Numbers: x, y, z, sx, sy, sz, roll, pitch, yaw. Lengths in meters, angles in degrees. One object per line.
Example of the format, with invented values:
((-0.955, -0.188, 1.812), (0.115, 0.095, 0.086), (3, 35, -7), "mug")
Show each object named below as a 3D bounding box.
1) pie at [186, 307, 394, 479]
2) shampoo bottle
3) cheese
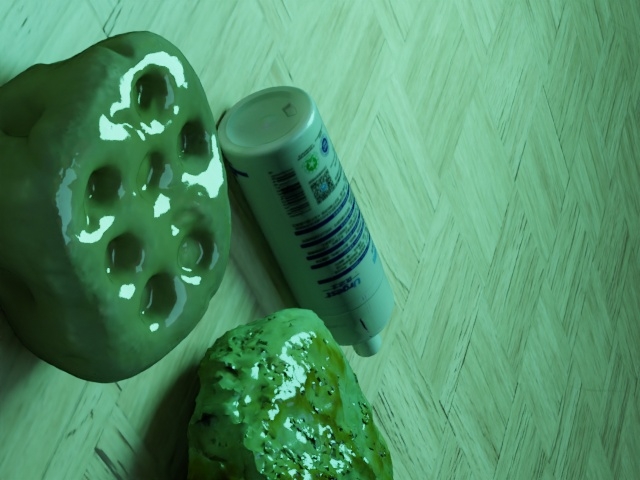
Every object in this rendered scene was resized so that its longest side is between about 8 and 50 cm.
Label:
((-0.005, 0.289, 1.146), (0.395, 0.180, 0.418), (67, 23, -45), "pie")
((0.000, 0.000, 1.257), (0.303, 0.092, 0.092), (65, 35, -42), "shampoo bottle")
((-0.152, -0.026, 0.912), (0.218, 0.117, 0.235), (25, 69, -61), "cheese")
